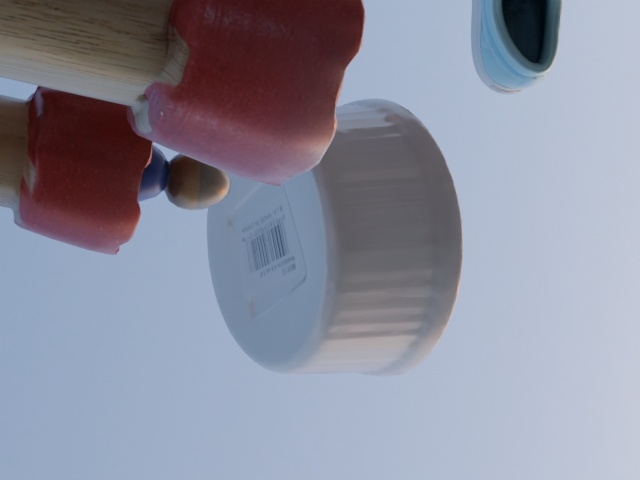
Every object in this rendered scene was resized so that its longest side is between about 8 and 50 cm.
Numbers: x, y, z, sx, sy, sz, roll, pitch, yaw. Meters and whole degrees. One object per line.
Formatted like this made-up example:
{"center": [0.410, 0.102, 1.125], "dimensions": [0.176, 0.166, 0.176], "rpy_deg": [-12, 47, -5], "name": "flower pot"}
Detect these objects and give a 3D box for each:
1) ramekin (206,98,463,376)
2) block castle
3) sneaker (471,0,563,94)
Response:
{"center": [0.000, 0.000, 1.107], "dimensions": [0.135, 0.277, 0.277], "rpy_deg": [-3, -96, -33], "name": "ramekin"}
{"center": [-0.072, -0.235, 0.487], "dimensions": [0.213, 0.303, 0.453], "rpy_deg": [11, -101, -24], "name": "block castle"}
{"center": [0.266, -0.382, 1.515], "dimensions": [0.135, 0.150, 0.365], "rpy_deg": [-11, -84, -15], "name": "sneaker"}
